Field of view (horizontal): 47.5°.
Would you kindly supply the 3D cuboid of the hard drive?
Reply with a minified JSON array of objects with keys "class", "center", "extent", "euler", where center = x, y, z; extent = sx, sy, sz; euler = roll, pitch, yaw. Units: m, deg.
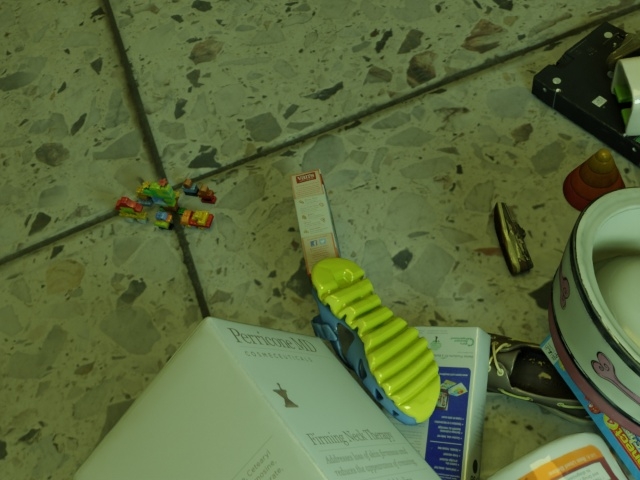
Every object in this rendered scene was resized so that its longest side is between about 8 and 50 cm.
[{"class":"hard drive","center":[0.652,-0.304,1.532],"extent":[0.237,0.064,0.339],"euler":[-38,59,-13]}]

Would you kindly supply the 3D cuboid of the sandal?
[{"class":"sandal","center":[0.082,0.178,1.227],"extent":[0.126,0.138,0.317],"euler":[-14,54,-31]}]

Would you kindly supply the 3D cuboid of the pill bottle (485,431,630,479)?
[{"class":"pill bottle","center":[0.394,0.488,0.993],"extent":[0.224,0.224,0.392],"euler":[-24,56,-4]}]

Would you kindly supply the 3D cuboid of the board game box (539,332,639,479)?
[{"class":"board game box","center":[0.556,0.222,1.133],"extent":[0.308,0.086,0.302],"euler":[-13,56,-27]}]

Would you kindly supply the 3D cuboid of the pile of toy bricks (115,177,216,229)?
[{"class":"pile of toy bricks","center":[-0.333,-0.094,1.566],"extent":[0.212,0.105,0.118],"euler":[7,60,15]}]

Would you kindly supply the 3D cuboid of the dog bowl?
[{"class":"dog bowl","center":[0.517,0.119,1.050],"extent":[0.407,0.150,0.408],"euler":[9,49,-11]}]

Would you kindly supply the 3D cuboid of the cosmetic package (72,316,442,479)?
[{"class":"cosmetic package","center":[-0.064,0.371,1.033],"extent":[0.327,0.329,0.394],"euler":[-50,60,11]}]

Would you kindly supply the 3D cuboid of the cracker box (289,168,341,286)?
[{"class":"cracker box","center":[0.000,0.000,1.412],"extent":[0.067,0.156,0.232],"euler":[-14,57,2]}]

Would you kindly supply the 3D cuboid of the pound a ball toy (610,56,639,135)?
[{"class":"pound a ball toy","center":[0.747,-0.275,1.379],"extent":[0.318,0.136,0.208],"euler":[-7,57,7]}]

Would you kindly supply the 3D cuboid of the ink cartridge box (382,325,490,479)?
[{"class":"ink cartridge box","center":[0.181,0.307,1.194],"extent":[0.165,0.065,0.333],"euler":[-3,66,34]}]

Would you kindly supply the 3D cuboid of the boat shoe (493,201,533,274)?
[{"class":"boat shoe","center":[0.373,-0.006,1.410],"extent":[0.049,0.056,0.152],"euler":[-9,67,0]}]

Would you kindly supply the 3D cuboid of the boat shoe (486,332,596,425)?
[{"class":"boat shoe","center":[0.335,0.219,1.246],"extent":[0.324,0.097,0.117],"euler":[18,64,21]}]

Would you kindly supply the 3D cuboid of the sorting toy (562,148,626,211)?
[{"class":"sorting toy","center":[0.593,-0.044,1.345],"extent":[0.127,0.126,0.366],"euler":[-26,57,-6]}]

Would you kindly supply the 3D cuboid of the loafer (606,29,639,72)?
[{"class":"loafer","center":[0.649,-0.400,1.526],"extent":[0.148,0.056,0.050],"euler":[-29,56,-20]}]
